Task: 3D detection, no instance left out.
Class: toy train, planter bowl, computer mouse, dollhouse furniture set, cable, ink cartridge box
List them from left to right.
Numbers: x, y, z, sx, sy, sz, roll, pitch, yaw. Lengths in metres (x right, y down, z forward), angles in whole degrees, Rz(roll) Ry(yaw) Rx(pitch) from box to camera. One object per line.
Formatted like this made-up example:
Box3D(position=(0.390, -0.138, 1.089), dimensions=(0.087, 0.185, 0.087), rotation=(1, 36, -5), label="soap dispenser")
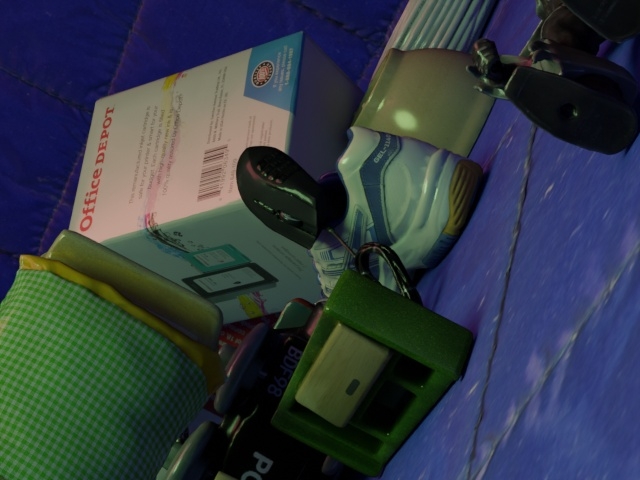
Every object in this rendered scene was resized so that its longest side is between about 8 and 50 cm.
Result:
Box3D(position=(-0.087, 0.100, 1.062), dimensions=(0.197, 0.301, 0.151), rotation=(-63, 0, -39), label="dollhouse furniture set")
Box3D(position=(-0.087, -0.051, 1.671), dimensions=(0.270, 0.197, 0.198), rotation=(-14, 54, 31), label="ink cartridge box")
Box3D(position=(-0.050, 0.191, 1.290), dimensions=(0.334, 0.142, 0.190), rotation=(-62, -6, 8), label="toy train")
Box3D(position=(0.000, 0.000, 1.342), dimensions=(0.041, 0.242, 0.071), rotation=(-19, -45, -34), label="computer mouse")
Box3D(position=(0.094, -0.123, 1.594), dimensions=(0.162, 0.109, 0.162), rotation=(-62, 4, 7), label="planter bowl")
Box3D(position=(0.136, -0.249, 2.005), dimensions=(0.257, 0.089, 0.257), rotation=(-64, 4, -4), label="cable")

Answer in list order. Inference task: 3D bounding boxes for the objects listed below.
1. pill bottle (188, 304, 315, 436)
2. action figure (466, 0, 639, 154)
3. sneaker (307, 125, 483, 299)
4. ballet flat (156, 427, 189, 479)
Box3D(position=(-0.122, 0.125, 1.895), dimensions=(0.407, 0.229, 0.229), rotation=(-64, 4, -11), label="pill bottle")
Box3D(position=(0.163, -0.153, 1.016), dimensions=(0.285, 0.099, 0.185), rotation=(-65, -2, -70), label="action figure")
Box3D(position=(0.035, -0.006, 1.450), dimensions=(0.296, 0.131, 0.112), rotation=(120, 173, -52), label="sneaker")
Box3D(position=(-0.193, 0.231, 1.665), dimensions=(0.182, 0.164, 0.483), rotation=(145, 119, -61), label="ballet flat")
